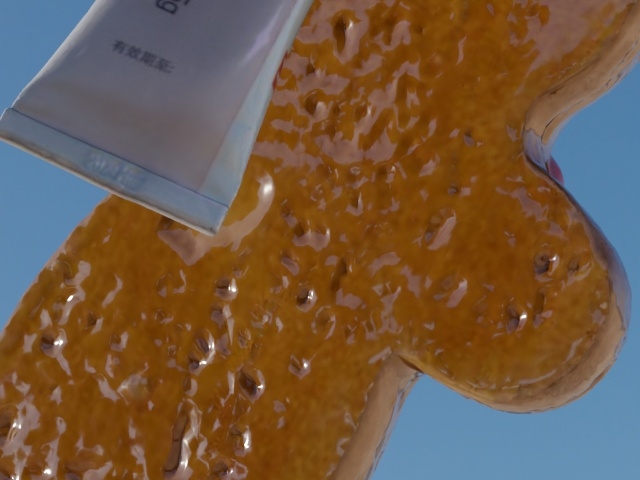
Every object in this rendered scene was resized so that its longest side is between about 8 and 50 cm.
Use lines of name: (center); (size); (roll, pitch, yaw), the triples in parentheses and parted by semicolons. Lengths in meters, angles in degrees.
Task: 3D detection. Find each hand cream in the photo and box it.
hand cream: (-0.015, -0.095, 0.510); (0.052, 0.216, 0.038); (6, -39, 26)

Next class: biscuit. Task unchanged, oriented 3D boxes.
biscuit: (0.001, 0.000, 0.563); (0.049, 0.205, 0.324); (25, -85, -56)
